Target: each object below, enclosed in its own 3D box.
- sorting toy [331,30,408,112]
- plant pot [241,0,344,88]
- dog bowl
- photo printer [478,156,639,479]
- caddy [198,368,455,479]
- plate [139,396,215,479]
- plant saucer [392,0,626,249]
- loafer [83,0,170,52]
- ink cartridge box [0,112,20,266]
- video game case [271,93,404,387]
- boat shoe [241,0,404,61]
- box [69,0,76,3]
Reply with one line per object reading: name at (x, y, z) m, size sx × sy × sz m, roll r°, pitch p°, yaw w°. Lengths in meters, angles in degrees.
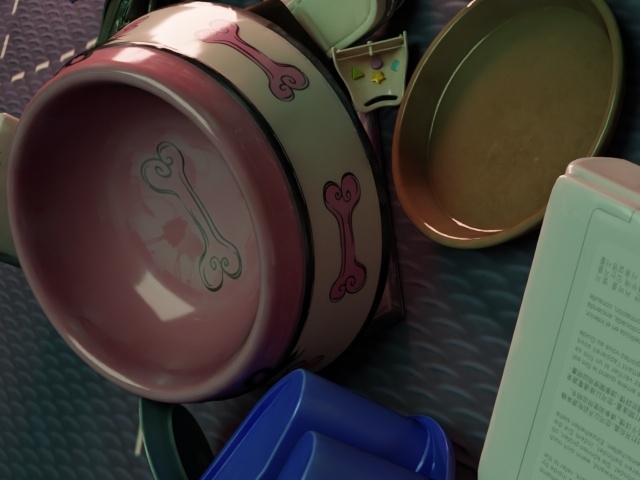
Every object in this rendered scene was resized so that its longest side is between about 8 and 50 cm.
sorting toy at (0.061, -0.177, 1.342) m, size 0.083 × 0.045 × 0.075 m, roll -11°, pitch 73°, yaw 13°
plant pot at (-0.088, -0.160, 1.385) m, size 0.187 × 0.188 × 0.167 m, roll -23°, pitch 23°, yaw 50°
dog bowl at (-0.141, -0.021, 1.224) m, size 0.408 × 0.150 × 0.408 m, roll 13°, pitch 114°, yaw 31°
photo printer at (0.240, 0.127, 0.855) m, size 0.256 × 0.107 × 0.307 m, roll 30°, pitch 117°, yaw 42°
caddy at (-0.015, 0.286, 1.103) m, size 0.341 × 0.179 × 0.241 m, roll -54°, pitch 18°, yaw 15°
plate at (-0.135, 0.232, 1.286) m, size 0.024 × 0.188 × 0.188 m, roll -24°, pitch 49°, yaw 6°
plant saucer at (0.178, -0.119, 1.179) m, size 0.278 × 0.041 × 0.278 m, roll -26°, pitch 53°, yaw 40°
loafer at (-0.273, -0.282, 1.782) m, size 0.084 × 0.096 × 0.267 m, roll 46°, pitch 114°, yaw 31°
ink cartridge box at (-0.383, -0.049, 1.664) m, size 0.171 × 0.233 × 0.168 m, roll 4°, pitch 74°, yaw 52°
video game case at (0.000, 0.000, 1.348) m, size 0.196 × 0.026 × 0.274 m, roll -33°, pitch 48°, yaw 37°
boat shoe at (-0.011, -0.253, 1.457) m, size 0.099 × 0.116 × 0.319 m, roll -38°, pitch 11°, yaw -37°
box at (-0.250, -0.512, 1.702) m, size 0.290 × 0.177 × 0.279 m, roll -12°, pitch 37°, yaw 48°
